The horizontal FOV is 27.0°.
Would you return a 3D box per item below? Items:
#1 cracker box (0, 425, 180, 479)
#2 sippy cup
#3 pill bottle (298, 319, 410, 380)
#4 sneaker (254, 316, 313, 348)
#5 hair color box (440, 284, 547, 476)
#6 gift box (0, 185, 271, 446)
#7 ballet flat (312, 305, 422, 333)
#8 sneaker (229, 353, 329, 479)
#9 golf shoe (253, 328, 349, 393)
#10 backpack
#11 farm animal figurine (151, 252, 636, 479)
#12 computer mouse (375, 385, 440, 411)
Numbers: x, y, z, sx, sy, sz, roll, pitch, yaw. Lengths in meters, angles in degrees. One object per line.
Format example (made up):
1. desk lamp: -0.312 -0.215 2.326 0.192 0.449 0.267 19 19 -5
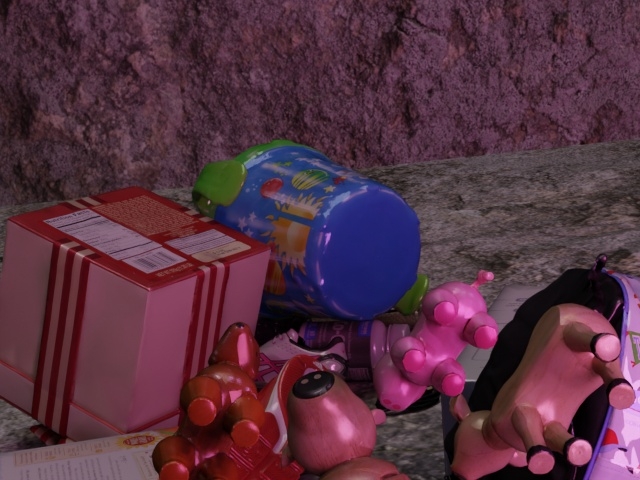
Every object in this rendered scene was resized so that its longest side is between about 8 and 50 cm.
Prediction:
1. cracker box: -0.236 0.251 1.312 0.232 0.067 0.156 -6 11 -12
2. sippy cup: 0.000 0.000 1.661 0.306 0.240 0.224 -12 14 -32
3. pill bottle: 0.044 0.140 1.696 0.137 0.078 0.078 -3 12 12
4. sneaker: -0.110 0.150 1.778 0.235 0.084 0.097 -15 -11 -39
5. hair color box: 0.265 0.148 1.489 0.185 0.113 0.374 0 13 18
6. gift box: -0.215 0.115 1.528 0.276 0.258 0.255 28 27 32
7. ballet flat: 0.080 0.107 1.884 0.250 0.058 0.084 3 13 32
8. sneaker: -0.070 0.226 1.402 0.128 0.087 0.221 -46 1 44
9. golf shoe: -0.049 0.151 1.641 0.186 0.086 0.067 2 -10 25
10. backpack: 0.245 0.160 1.086 0.213 0.263 0.276 10 10 -11
11. farm animal figurine: 0.051 0.174 0.951 0.330 0.326 0.172 -4 11 -4
12. computer mouse: 0.054 0.195 1.525 0.071 0.041 0.242 4 14 40
